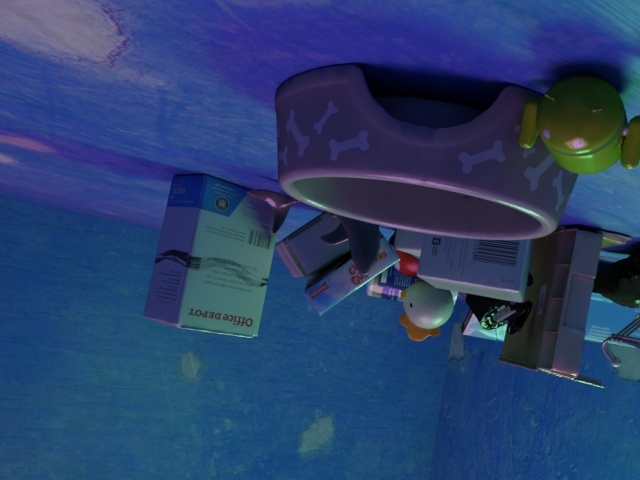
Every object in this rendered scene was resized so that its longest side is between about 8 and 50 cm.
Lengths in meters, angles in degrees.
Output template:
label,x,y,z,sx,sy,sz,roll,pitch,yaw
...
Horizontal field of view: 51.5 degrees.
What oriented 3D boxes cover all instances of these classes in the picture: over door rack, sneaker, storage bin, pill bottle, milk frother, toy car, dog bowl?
label,x,y,z,sx,sy,sz,roll,pitch,yaw
over door rack,0.700,0.157,1.166,0.239,0.108,0.324,-28,-176,-26
sneaker,0.604,0.055,1.223,0.130,0.109,0.286,22,164,-17
storage bin,0.449,0.119,1.237,0.123,0.263,0.260,13,174,-1
pill bottle,0.276,0.111,1.981,0.264,0.153,0.153,9,174,6
milk frother,0.306,0.092,1.194,0.129,0.135,0.143,-21,140,-10
toy car,0.232,0.105,1.498,0.210,0.238,0.219,21,173,-7
dog bowl,0.111,-0.080,0.740,0.348,0.102,0.349,11,173,1

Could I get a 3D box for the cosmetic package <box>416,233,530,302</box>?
label,x,y,z,sx,sy,sz,roll,pitch,yaw
cosmetic package,0.249,0.005,1.035,0.151,0.152,0.183,8,172,20

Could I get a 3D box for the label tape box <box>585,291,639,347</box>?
label,x,y,z,sx,sy,sz,roll,pitch,yaw
label tape box,0.620,0.181,1.575,0.240,0.106,0.334,11,176,-2

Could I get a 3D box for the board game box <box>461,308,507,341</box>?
label,x,y,z,sx,sy,sz,roll,pitch,yaw
board game box,0.428,0.118,1.472,0.144,0.281,0.027,12,-142,-4

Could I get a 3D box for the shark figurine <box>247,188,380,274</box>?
label,x,y,z,sx,sy,sz,roll,pitch,yaw
shark figurine,0.016,-0.069,1.182,0.278,0.166,0.116,27,159,35

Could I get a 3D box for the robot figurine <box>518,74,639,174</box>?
label,x,y,z,sx,sy,sz,roll,pitch,yaw
robot figurine,0.219,-0.096,0.554,0.101,0.067,0.115,21,180,31

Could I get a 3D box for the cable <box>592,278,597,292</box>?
label,x,y,z,sx,sy,sz,roll,pitch,yaw
cable,0.715,0.097,1.446,0.139,0.072,0.287,11,175,-18

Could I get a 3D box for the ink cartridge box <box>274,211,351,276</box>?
label,x,y,z,sx,sy,sz,roll,pitch,yaw
ink cartridge box,0.000,0.000,1.360,0.154,0.093,0.212,-33,-179,-10

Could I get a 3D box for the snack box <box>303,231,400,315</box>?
label,x,y,z,sx,sy,sz,roll,pitch,yaw
snack box,0.061,0.051,1.390,0.060,0.187,0.322,54,-176,-4

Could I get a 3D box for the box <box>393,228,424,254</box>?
label,x,y,z,sx,sy,sz,roll,pitch,yaw
box,0.209,-0.014,1.230,0.101,0.087,0.101,16,172,-40

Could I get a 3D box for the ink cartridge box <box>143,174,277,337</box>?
label,x,y,z,sx,sy,sz,roll,pitch,yaw
ink cartridge box,-0.224,0.037,1.417,0.129,0.308,0.223,4,171,43
